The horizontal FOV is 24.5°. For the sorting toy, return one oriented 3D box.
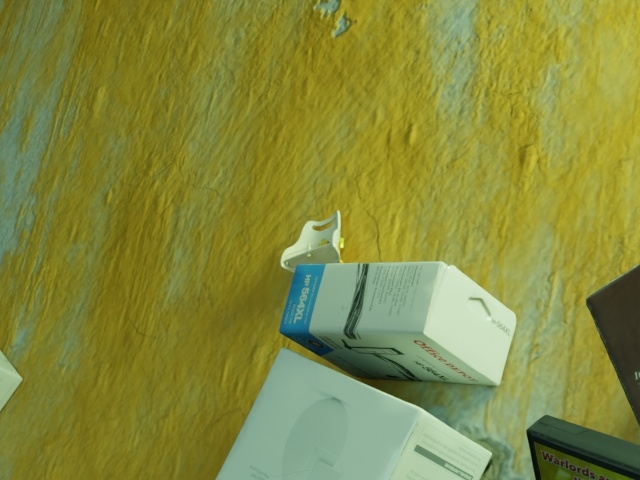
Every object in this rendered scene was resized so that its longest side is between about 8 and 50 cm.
[{"bbox_3d":[0.000,0.000,1.789,0.083,0.045,0.075,-21,46,34],"label":"sorting toy"}]

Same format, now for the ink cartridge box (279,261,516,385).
[{"bbox_3d":[0.083,0.089,1.575,0.203,0.148,0.086,-1,64,43],"label":"ink cartridge box"}]

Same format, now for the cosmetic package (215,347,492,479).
[{"bbox_3d":[0.018,0.264,1.535,0.224,0.138,0.225,20,79,47],"label":"cosmetic package"}]

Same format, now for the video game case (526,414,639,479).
[{"bbox_3d":[0.300,0.287,1.208,0.035,0.248,0.274,-31,30,-33],"label":"video game case"}]

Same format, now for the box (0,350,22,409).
[{"bbox_3d":[-0.531,0.194,2.061,0.130,0.170,0.091,-54,42,2],"label":"box"}]

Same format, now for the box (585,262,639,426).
[{"bbox_3d":[0.368,0.114,1.281,0.167,0.168,0.203,-36,47,22],"label":"box"}]
